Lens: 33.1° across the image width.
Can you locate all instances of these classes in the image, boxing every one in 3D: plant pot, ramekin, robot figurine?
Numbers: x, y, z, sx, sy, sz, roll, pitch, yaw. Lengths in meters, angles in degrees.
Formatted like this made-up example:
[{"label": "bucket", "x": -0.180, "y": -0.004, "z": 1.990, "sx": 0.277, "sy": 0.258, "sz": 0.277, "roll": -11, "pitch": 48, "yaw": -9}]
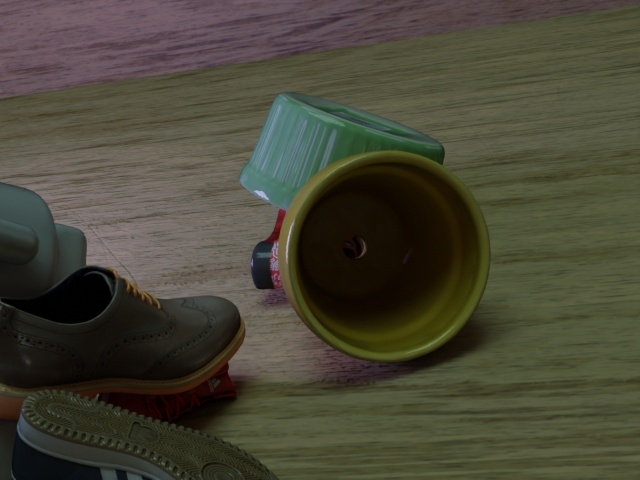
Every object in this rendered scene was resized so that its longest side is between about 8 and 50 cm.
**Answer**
[{"label": "plant pot", "x": 0.063, "y": 0.013, "z": 1.386, "sx": 0.254, "sy": 0.254, "sz": 0.239, "roll": -15, "pitch": 6, "yaw": -8}, {"label": "ramekin", "x": 0.041, "y": -0.117, "z": 1.638, "sx": 0.303, "sy": 0.148, "sz": 0.303, "roll": 17, "pitch": 12, "yaw": -4}, {"label": "robot figurine", "x": -0.432, "y": 0.018, "z": 1.183, "sx": 0.353, "sy": 0.199, "sz": 0.300, "roll": 14, "pitch": -25, "yaw": -41}]

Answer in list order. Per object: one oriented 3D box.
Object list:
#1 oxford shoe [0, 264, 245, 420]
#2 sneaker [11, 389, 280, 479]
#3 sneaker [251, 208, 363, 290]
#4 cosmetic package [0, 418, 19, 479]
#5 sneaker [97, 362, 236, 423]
[{"label": "oxford shoe", "x": -0.213, "y": 0.096, "z": 1.207, "sx": 0.130, "sy": 0.132, "sz": 0.364, "roll": 24, "pitch": 22, "yaw": 33}, {"label": "sneaker", "x": -0.179, "y": 0.265, "z": 1.079, "sx": 0.282, "sy": 0.153, "sz": 0.099, "roll": 21, "pitch": 20, "yaw": -1}, {"label": "sneaker", "x": 0.000, "y": 0.001, "z": 1.630, "sx": 0.145, "sy": 0.090, "sz": 0.270, "roll": 1, "pitch": 23, "yaw": 14}, {"label": "cosmetic package", "x": -0.383, "y": 0.203, "z": 1.255, "sx": 0.153, "sy": 0.129, "sz": 0.296, "roll": -9, "pitch": 21, "yaw": -11}, {"label": "sneaker", "x": -0.175, "y": 0.179, "z": 1.280, "sx": 0.128, "sy": 0.087, "sz": 0.221, "roll": -7, "pitch": 23, "yaw": 14}]
